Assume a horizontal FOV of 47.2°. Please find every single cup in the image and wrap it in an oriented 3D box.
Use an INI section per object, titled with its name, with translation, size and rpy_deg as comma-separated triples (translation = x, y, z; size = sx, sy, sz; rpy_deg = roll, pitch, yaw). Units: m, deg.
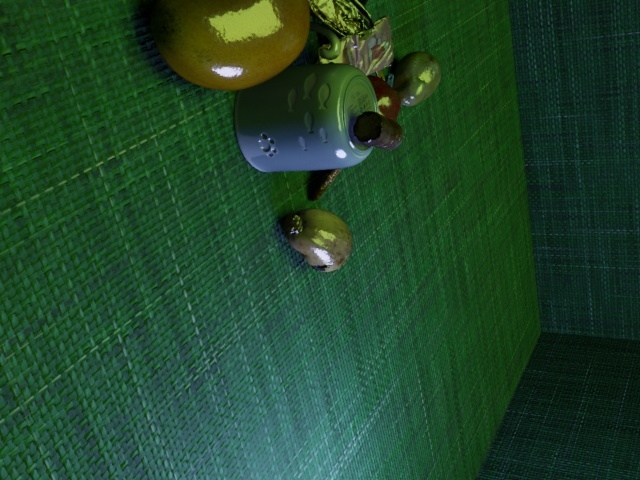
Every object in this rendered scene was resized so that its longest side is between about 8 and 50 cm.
[cup]
translation = -0.020, -0.342, 1.747
size = 0.259, 0.275, 0.356
rpy_deg = -10, 101, -59

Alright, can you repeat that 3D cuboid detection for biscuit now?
[biscuit]
translation = 0.042, -0.194, 2.031
size = 0.025, 0.126, 0.206
rpy_deg = 36, 51, -4

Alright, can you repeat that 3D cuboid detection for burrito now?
[burrito]
translation = -0.036, -0.587, 1.694
size = 0.107, 0.348, 0.175
rpy_deg = -53, 153, 9

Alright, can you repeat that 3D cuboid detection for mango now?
[mango]
translation = -0.184, -0.447, 1.526
size = 0.378, 0.221, 0.263
rpy_deg = -24, 125, -42

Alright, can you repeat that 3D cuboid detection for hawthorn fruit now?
[hawthorn fruit]
translation = 0.095, -0.363, 2.029
size = 0.248, 0.208, 0.207
rpy_deg = 4, 88, -41

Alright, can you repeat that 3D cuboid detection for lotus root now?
[lotus root]
translation = 0.000, 0.000, 1.934
size = 0.257, 0.140, 0.154
rpy_deg = 29, 61, -50

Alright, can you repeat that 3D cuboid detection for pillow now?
[pillow]
translation = 0.091, -0.476, 1.882
size = 0.248, 0.049, 0.135
rpy_deg = -32, 125, -24

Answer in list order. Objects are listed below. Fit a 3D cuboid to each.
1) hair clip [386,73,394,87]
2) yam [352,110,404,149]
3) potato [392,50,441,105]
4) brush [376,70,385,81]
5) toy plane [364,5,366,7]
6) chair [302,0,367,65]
[hair clip]
translation = 0.203, -0.441, 2.354
size = 0.070, 0.039, 0.229
rpy_deg = 80, 21, -58
[yam]
translation = 0.134, -0.249, 1.671
size = 0.141, 0.079, 0.079
rpy_deg = 5, 87, -61
[potato]
translation = 0.314, -0.526, 2.426
size = 0.157, 0.157, 0.193
rpy_deg = 58, 43, -44
[brush]
translation = 0.166, -0.575, 2.308
size = 0.218, 0.010, 0.082
rpy_deg = 59, 43, -44
[toy plane]
translation = 0.094, -0.710, 2.131
size = 0.162, 0.066, 0.171
rpy_deg = 16, 82, -47
[chair]
translation = 0.049, -0.576, 1.993
size = 0.221, 0.140, 0.145
rpy_deg = -57, 141, -47
